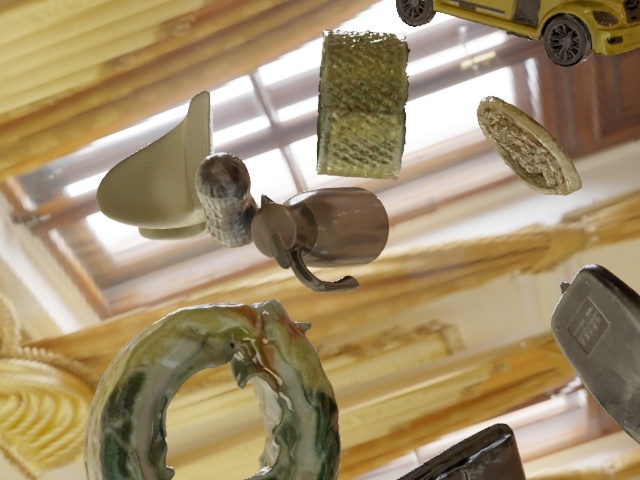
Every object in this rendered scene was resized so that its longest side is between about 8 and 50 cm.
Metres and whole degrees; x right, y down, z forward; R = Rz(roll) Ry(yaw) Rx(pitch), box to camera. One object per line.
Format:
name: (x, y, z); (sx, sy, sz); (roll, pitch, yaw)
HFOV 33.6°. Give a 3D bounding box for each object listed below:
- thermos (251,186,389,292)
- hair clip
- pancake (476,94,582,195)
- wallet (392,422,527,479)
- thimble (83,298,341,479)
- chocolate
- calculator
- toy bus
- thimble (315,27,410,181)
thermos: (0.000, 0.000, 1.298); (0.193, 0.105, 0.137); (-3, -111, -58)
hair clip: (-0.214, -0.081, 1.536); (0.113, 0.282, 0.172); (13, -116, -47)
pancake: (0.226, -0.103, 1.160); (0.151, 0.025, 0.151); (48, 171, 10)
wallet: (0.235, 0.465, 1.638); (0.062, 0.228, 0.406); (57, 172, 50)
thimble: (-0.108, 0.199, 1.099); (0.167, 0.254, 0.288); (159, 129, -70)
chocolate: (-0.113, -0.046, 1.309); (0.167, 0.072, 0.072); (83, 172, -57)
calculator: (0.402, 0.153, 1.403); (0.268, 0.040, 0.177); (55, 144, 33)
toy bus: (0.235, -0.313, 1.248); (0.331, 0.145, 0.151); (25, 124, 37)
thimble: (0.071, -0.238, 1.887); (0.271, 0.150, 0.270); (-177, 90, -88)
